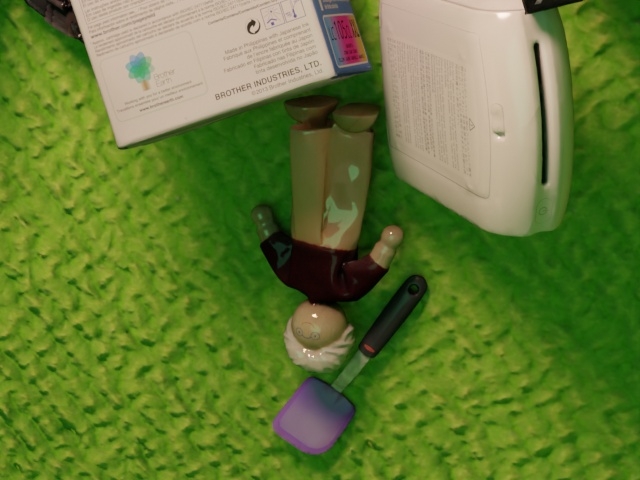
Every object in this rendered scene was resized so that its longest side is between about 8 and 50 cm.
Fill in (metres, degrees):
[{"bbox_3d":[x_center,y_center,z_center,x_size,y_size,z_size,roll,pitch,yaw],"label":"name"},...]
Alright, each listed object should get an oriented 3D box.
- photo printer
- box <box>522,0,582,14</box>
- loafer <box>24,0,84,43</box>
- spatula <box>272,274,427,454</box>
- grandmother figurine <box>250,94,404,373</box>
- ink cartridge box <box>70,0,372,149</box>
[{"bbox_3d":[0.167,-0.151,1.467,0.107,0.307,0.256,-12,110,-17],"label":"photo printer"},{"bbox_3d":[0.345,-0.340,1.345,0.293,0.295,0.073,-11,120,21],"label":"box"},{"bbox_3d":[-0.238,-0.272,1.654,0.303,0.095,0.109,23,115,8],"label":"loafer"},{"bbox_3d":[0.047,0.157,1.760,0.084,0.030,0.296,36,115,0],"label":"spatula"},{"bbox_3d":[0.000,0.000,1.680,0.208,0.104,0.342,17,114,39],"label":"grandmother figurine"},{"bbox_3d":[-0.139,-0.329,1.497,0.270,0.151,0.395,-16,96,18],"label":"ink cartridge box"}]
